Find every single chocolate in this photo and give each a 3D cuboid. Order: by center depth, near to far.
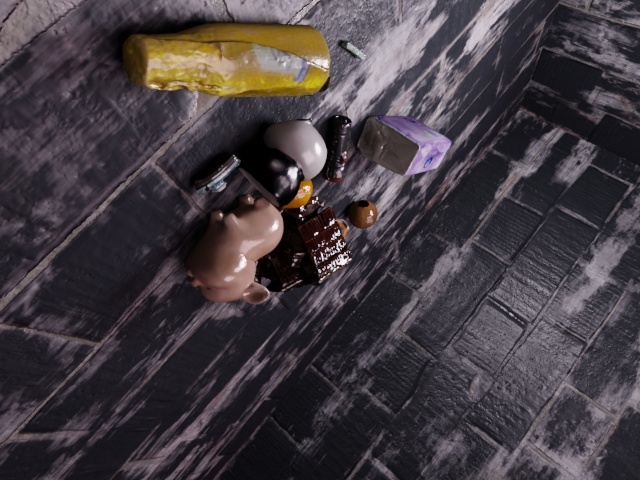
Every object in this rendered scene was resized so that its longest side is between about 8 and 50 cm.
[{"bbox_3d":[-0.166,-0.354,0.846,0.446,0.162,0.162,-26,145,-43],"label":"chocolate"}]

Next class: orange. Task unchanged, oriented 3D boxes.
[{"bbox_3d":[-0.089,-0.155,1.288,0.136,0.117,0.135,-20,-172,3],"label":"orange"}]

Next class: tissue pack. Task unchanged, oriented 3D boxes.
[{"bbox_3d":[0.332,-0.377,1.643,0.338,0.242,0.160,-21,142,-50],"label":"tissue pack"}]

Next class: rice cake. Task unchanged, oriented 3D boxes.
[{"bbox_3d":[0.098,-0.558,1.221,0.121,0.022,0.021,-9,132,-59],"label":"rice cake"}]

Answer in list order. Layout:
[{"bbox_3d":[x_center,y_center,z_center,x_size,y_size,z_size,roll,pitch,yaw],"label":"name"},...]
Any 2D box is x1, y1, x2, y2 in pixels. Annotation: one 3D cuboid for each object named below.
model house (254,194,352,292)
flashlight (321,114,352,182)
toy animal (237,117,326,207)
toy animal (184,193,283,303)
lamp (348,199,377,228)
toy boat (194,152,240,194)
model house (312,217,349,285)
[{"bbox_3d":[-0.078,0.037,1.380,0.317,0.283,0.297,-27,142,-36],"label":"model house"},{"bbox_3d":[0.060,-0.311,1.422,0.093,0.093,0.231,-35,150,-37],"label":"flashlight"},{"bbox_3d":[-0.092,-0.220,1.143,0.235,0.165,0.187,-52,136,-12],"label":"toy animal"},{"bbox_3d":[-0.242,0.026,1.199,0.326,0.237,0.269,-34,122,-33],"label":"toy animal"},{"bbox_3d":[0.192,-0.118,1.883,0.136,0.136,0.136,-42,155,-25],"label":"lamp"},{"bbox_3d":[-0.261,-0.162,1.055,0.140,0.059,0.066,-44,138,-15],"label":"toy boat"},{"bbox_3d":[0.000,0.000,1.691,0.301,0.190,0.271,-44,157,-60],"label":"model house"}]
